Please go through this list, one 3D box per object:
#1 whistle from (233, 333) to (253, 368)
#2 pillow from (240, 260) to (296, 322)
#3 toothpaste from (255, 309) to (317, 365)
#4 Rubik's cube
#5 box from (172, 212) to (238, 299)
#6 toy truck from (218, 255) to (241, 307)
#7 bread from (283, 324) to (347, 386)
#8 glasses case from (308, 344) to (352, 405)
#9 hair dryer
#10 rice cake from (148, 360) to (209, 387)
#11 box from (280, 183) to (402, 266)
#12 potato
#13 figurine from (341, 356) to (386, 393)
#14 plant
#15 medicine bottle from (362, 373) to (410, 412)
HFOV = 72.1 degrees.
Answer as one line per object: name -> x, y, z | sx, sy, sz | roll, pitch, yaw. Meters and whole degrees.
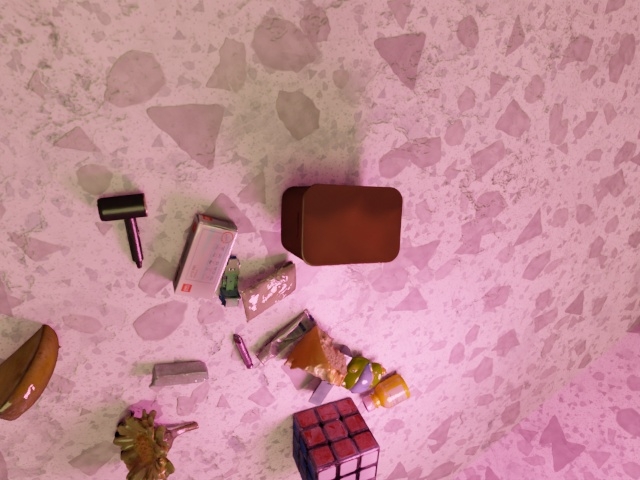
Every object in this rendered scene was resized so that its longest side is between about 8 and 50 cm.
whistle -> -0.293, 0.423, 1.671 | 0.033, 0.033, 0.177 | -22, 123, -13
pillow -> -0.178, 0.177, 1.547 | 0.229, 0.050, 0.148 | -30, 130, -28
toothpaste -> -0.133, 0.381, 1.717 | 0.266, 0.061, 0.096 | -38, 125, -10
Rubik's cube -> 0.058, 0.942, 1.956 | 0.303, 0.305, 0.301 | -9, 121, -18
box -> -0.368, 0.053, 1.405 | 0.134, 0.079, 0.270 | 13, 110, -31
toy truck -> -0.299, 0.142, 1.485 | 0.067, 0.081, 0.175 | -1, 117, -26
bread -> -0.015, 0.498, 1.712 | 0.183, 0.211, 0.224 | 36, 112, -31
glasses case -> 0.047, 0.577, 1.868 | 0.056, 0.105, 0.266 | 34, 103, 8
hair dryer -> -0.567, -0.016, 1.291 | 0.128, 0.070, 0.256 | -7, 124, -21
rice cake -> -0.508, 0.479, 1.584 | 0.206, 0.069, 0.063 | 4, 117, -24
box -> 0.056, -0.060, 1.417 | 0.339, 0.229, 0.240 | -1, 99, -25
potato -> -0.864, 0.425, 1.273 | 0.269, 0.255, 0.112 | -44, 124, 3
figurine -> 0.186, 0.590, 1.929 | 0.263, 0.143, 0.162 | 16, 117, -48
plant -> -0.624, 0.729, 1.626 | 0.305, 0.297, 0.261 | -28, 108, 44
medicine bottle -> 0.301, 0.724, 2.056 | 0.212, 0.122, 0.122 | -25, 124, -10
